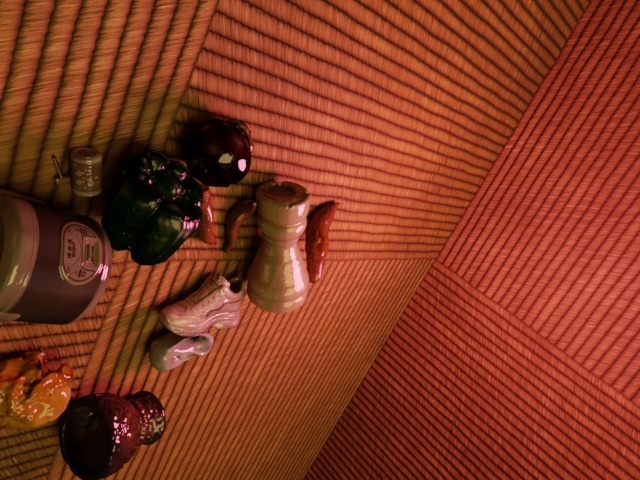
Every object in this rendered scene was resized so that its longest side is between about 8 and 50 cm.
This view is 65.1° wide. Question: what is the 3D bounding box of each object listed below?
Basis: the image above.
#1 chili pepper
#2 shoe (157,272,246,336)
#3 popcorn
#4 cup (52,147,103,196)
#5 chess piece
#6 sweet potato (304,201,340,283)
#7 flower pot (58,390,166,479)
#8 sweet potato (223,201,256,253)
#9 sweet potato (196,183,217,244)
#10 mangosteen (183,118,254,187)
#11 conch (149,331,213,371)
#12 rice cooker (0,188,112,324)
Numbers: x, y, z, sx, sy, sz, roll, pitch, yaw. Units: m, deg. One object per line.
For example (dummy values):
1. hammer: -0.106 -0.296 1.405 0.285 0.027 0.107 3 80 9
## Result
1. chili pepper: -0.436 -0.078 1.288 0.233 0.248 0.256 36 115 -21
2. shoe: -0.394 0.203 1.727 0.342 0.132 0.211 1 116 -52
3. popcorn: -0.810 0.422 1.389 0.253 0.190 0.191 -24 146 -40
4. cup: -0.576 -0.171 1.205 0.074 0.102 0.099 -71 177 -59
5. chess piece: -0.138 0.019 1.753 0.234 0.234 0.442 -21 133 -36
6. sweet potato: -0.012 -0.008 1.925 0.095 0.106 0.355 140 -32 -64
7. flower pot: -0.686 0.633 1.694 0.267 0.266 0.267 -58 157 11
8. sweet potato: -0.283 -0.053 1.664 0.069 0.059 0.249 24 122 -18
9. sweet potato: -0.360 -0.062 1.559 0.059 0.067 0.281 1 137 -6
10. mangosteen: -0.269 -0.254 1.386 0.194 0.194 0.230 81 32 -49
11. conch: -0.489 0.369 1.751 0.221 0.121 0.185 -19 167 -29
12. rice cooker: -0.653 0.044 1.132 0.288 0.288 0.277 -55 146 7
